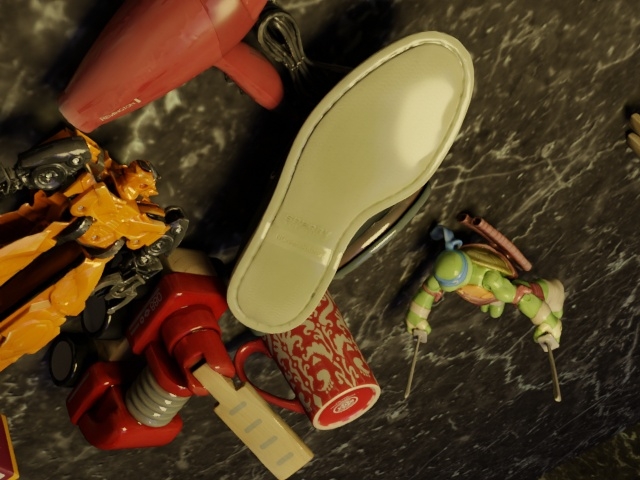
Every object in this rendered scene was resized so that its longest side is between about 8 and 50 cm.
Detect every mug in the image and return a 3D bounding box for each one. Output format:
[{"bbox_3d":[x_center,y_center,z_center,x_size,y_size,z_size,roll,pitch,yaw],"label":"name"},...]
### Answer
[{"bbox_3d":[-0.015,0.151,0.976,0.113,0.169,0.150,12,126,-47],"label":"mug"}]

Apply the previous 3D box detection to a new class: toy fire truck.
[{"bbox_3d":[-0.143,0.157,0.810,0.158,0.246,0.217,12,126,-46],"label":"toy fire truck"}]

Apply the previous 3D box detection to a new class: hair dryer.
[{"bbox_3d":[-0.067,-0.147,0.639,0.294,0.080,0.223,-17,144,-22],"label":"hair dryer"}]

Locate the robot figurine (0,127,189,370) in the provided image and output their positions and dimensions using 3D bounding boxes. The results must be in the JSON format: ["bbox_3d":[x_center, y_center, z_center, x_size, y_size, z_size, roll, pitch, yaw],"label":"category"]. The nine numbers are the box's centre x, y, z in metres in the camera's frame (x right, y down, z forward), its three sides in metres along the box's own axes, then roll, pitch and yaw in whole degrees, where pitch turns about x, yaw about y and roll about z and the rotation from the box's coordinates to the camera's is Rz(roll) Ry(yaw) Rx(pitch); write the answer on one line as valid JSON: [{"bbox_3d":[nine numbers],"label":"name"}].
[{"bbox_3d":[-0.262,0.014,0.682,0.291,0.085,0.211,-37,146,7],"label":"robot figurine"}]

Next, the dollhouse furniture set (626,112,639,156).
[{"bbox_3d":[0.548,-0.186,0.988,0.262,0.135,0.259,-35,159,6],"label":"dollhouse furniture set"}]

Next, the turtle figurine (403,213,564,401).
[{"bbox_3d":[0.229,0.115,1.084,0.198,0.274,0.266,-33,158,29],"label":"turtle figurine"}]

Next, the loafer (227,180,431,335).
[{"bbox_3d":[0.000,0.000,0.873,0.267,0.096,0.084,-40,106,10],"label":"loafer"}]

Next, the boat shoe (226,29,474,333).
[{"bbox_3d":[0.020,-0.063,0.759,0.127,0.113,0.340,24,115,-13],"label":"boat shoe"}]

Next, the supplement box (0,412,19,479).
[{"bbox_3d":[-0.393,0.196,0.748,0.104,0.080,0.188,-30,146,-2],"label":"supplement box"}]
